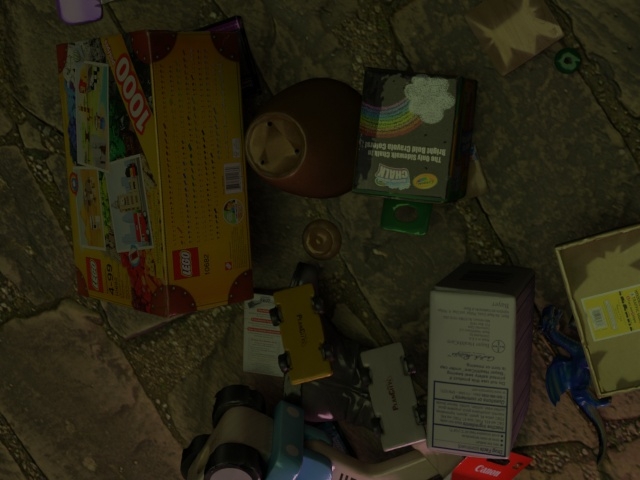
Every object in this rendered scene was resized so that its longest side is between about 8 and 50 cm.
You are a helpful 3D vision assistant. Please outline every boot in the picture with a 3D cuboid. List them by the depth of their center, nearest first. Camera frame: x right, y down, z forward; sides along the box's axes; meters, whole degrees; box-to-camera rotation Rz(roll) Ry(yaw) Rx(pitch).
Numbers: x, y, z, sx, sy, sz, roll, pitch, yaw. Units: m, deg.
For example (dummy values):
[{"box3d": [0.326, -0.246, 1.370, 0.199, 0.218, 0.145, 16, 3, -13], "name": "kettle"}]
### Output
[{"box3d": [0.044, 0.208, 1.960, 0.222, 0.118, 0.338, 3, 107, 11], "name": "boot"}]

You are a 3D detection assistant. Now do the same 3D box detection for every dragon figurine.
[{"box3d": [0.462, 0.256, 1.824, 0.144, 0.085, 0.289, 0, 98, 19], "name": "dragon figurine"}]

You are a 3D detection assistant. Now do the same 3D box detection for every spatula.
[{"box3d": [-0.405, -0.501, 2.028, 0.296, 0.030, 0.084, -6, 97, 19], "name": "spatula"}]

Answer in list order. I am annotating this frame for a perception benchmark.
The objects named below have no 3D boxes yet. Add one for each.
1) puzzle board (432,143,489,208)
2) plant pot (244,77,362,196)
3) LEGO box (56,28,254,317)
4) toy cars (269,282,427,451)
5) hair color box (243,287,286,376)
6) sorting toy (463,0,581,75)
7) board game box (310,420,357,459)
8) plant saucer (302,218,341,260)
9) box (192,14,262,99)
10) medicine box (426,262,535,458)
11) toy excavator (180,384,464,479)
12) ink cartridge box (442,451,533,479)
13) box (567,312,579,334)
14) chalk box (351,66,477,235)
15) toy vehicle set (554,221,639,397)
[{"box3d": [0.245, -0.119, 1.878, 0.128, 0.011, 0.096, -16, 92, 20], "name": "puzzle board"}, {"box3d": [-0.038, -0.184, 1.836, 0.237, 0.254, 0.237, 3, 98, 18], "name": "plant pot"}, {"box3d": [-0.319, -0.135, 1.887, 0.372, 0.193, 0.500, 6, 102, 51], "name": "LEGO box"}, {"box3d": [0.053, 0.235, 1.829, 0.393, 0.087, 0.176, 33, 77, 22], "name": "toy cars"}, {"box3d": [-0.105, 0.186, 2.023, 0.093, 0.053, 0.167, 6, 102, 19], "name": "hair color box"}, {"box3d": [0.344, -0.393, 1.782, 0.132, 0.046, 0.274, -33, 88, 20], "name": "sorting toy"}, {"box3d": [-0.022, 0.455, 2.050, 0.186, 0.026, 0.126, -29, 89, 20], "name": "board game box"}, {"box3d": [0.000, 0.000, 1.977, 0.083, 0.015, 0.083, 3, 99, 19], "name": "plant saucer"}, {"box3d": [-0.191, -0.353, 1.980, 0.116, 0.029, 0.162, -14, 93, 21], "name": "box"}, {"box3d": [0.290, 0.206, 1.779, 0.149, 0.263, 0.289, 4, 99, 18], "name": "medicine box"}, {"box3d": [-0.008, 0.443, 1.906, 0.445, 0.222, 0.433, 25, 117, -15], "name": "toy excavator"}, {"box3d": [0.283, 0.490, 1.872, 0.232, 0.189, 0.066, -44, 47, 21], "name": "ink cartridge box"}, {"box3d": [0.586, 0.163, 1.724, 0.270, 0.165, 0.143, 38, 108, 9], "name": "box"}, {"box3d": [0.170, -0.158, 1.800, 0.180, 0.179, 0.289, 9, 99, 18], "name": "chalk box"}, {"box3d": [0.502, 0.113, 1.637, 0.166, 0.035, 0.267, -16, 92, 20], "name": "toy vehicle set"}]
